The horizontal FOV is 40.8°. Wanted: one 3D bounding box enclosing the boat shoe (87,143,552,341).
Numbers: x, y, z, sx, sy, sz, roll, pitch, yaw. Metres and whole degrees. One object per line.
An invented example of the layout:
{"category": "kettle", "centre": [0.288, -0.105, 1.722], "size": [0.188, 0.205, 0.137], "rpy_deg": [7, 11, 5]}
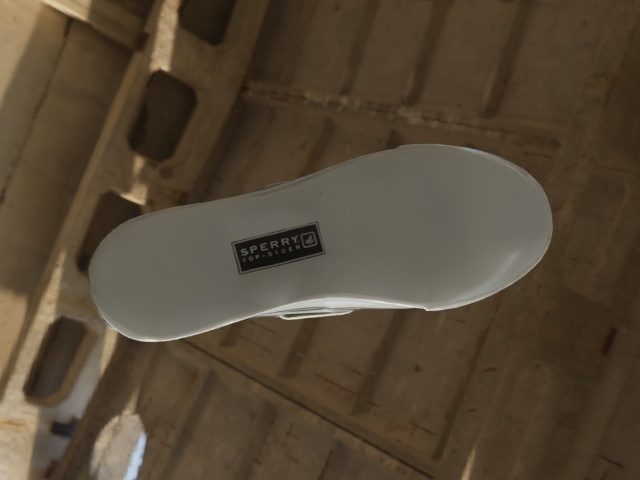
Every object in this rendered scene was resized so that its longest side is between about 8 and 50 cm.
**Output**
{"category": "boat shoe", "centre": [0.000, 0.000, 0.422], "size": [0.070, 0.219, 0.077], "rpy_deg": [177, -95, -84]}
